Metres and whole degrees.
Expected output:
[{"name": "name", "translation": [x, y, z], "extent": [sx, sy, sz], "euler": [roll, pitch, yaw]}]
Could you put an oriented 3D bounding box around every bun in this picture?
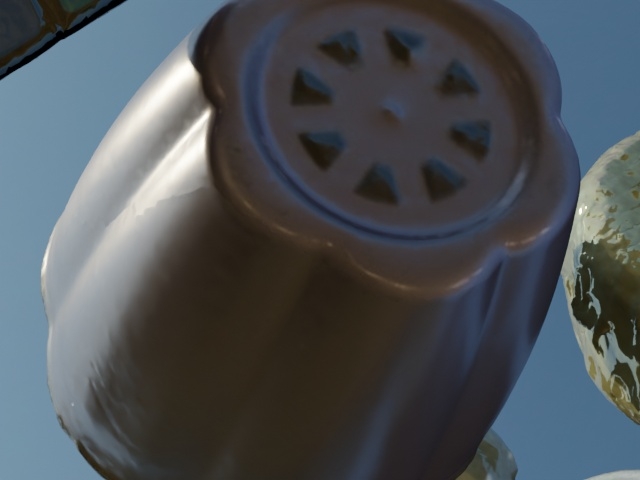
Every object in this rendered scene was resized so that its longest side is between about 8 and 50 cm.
[{"name": "bun", "translation": [0.252, 0.035, 0.953], "extent": [0.244, 0.244, 0.153], "euler": [9, -49, 21]}]

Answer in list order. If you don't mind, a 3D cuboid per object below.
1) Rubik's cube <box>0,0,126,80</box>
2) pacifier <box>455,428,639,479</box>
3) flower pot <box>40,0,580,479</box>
[{"name": "Rubik's cube", "translation": [-0.161, -0.166, 0.718], "extent": [0.163, 0.160, 0.162], "euler": [10, -48, 53]}, {"name": "pacifier", "translation": [0.143, 0.236, 1.076], "extent": [0.220, 0.332, 0.273], "euler": [-4, -78, -8]}, {"name": "flower pot", "translation": [0.000, 0.000, 0.828], "extent": [0.265, 0.265, 0.243], "euler": [43, -28, 8]}]
